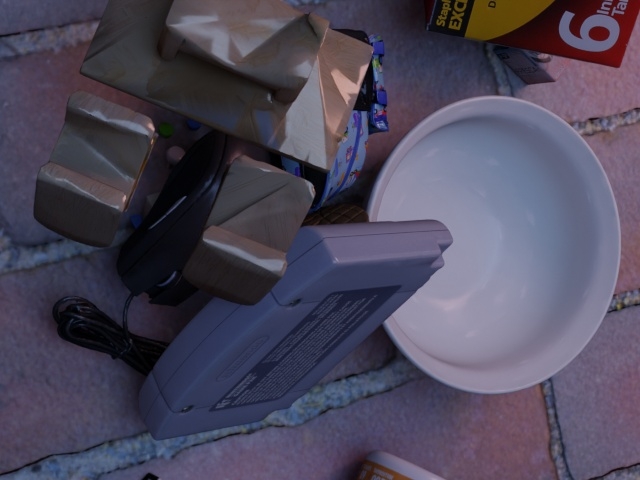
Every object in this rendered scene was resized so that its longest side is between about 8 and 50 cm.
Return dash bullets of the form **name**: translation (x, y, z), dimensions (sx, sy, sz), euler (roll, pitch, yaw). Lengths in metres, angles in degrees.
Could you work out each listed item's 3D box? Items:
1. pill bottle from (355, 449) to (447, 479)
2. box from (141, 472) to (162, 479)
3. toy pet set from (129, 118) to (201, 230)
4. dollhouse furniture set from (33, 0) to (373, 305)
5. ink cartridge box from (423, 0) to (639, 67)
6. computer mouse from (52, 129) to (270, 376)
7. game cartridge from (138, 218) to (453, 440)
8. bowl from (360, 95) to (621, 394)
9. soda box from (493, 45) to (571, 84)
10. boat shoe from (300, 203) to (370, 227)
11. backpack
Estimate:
- **pill bottle**: translation (0.060, 0.332, 1.479), dimensions (0.121, 0.121, 0.216), euler (30, 79, -22)
- **box**: translation (-0.195, 0.340, 1.414), dimensions (0.207, 0.036, 0.114), euler (-46, 108, -16)
- **toy pet set**: translation (-0.155, -0.047, 1.423), dimensions (0.122, 0.065, 0.114), euler (-17, 63, -25)
- **dollhouse furniture set**: translation (-0.163, -0.174, 1.232), dimensions (0.394, 0.256, 0.362), euler (22, 74, -7)
- **ink cartridge box**: translation (0.198, -0.351, 1.411), dimensions (0.272, 0.130, 0.309), euler (10, 121, -5)
- **computer mouse**: translation (-0.108, 0.031, 1.378), dimensions (0.262, 0.060, 0.184), euler (-49, 131, 2)
- **game cartridge**: translation (-0.034, 0.081, 1.332), dimensions (0.198, 0.297, 0.062), euler (1, 54, -45)
- **bowl**: translation (0.150, 0.004, 1.505), dimensions (0.298, 0.134, 0.297), euler (-1, 92, -25)
- **soda box**: translation (0.270, -0.258, 1.593), dimensions (0.063, 0.058, 0.183), euler (40, 75, -20)
- **boat shoe**: translation (-0.001, 0.000, 1.416), dimensions (0.064, 0.178, 0.060), euler (-22, 103, -26)
- **backpack**: translation (-0.011, -0.113, 1.418), dimensions (0.117, 0.158, 0.173), euler (-8, 94, -40)
